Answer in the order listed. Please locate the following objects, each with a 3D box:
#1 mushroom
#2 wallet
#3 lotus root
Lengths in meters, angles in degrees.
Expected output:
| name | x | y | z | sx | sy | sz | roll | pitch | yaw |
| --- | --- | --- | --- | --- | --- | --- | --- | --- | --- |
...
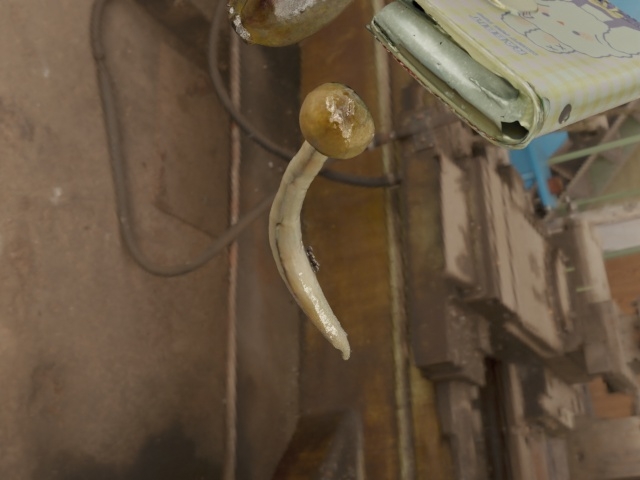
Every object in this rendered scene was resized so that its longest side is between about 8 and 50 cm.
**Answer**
| name | x | y | z | sx | sy | sz | roll | pitch | yaw |
| --- | --- | --- | --- | --- | --- | --- | --- | --- | --- |
| mushroom | -0.002 | 0.001 | 0.588 | 0.068 | 0.043 | 0.306 | 53 | -20 | 25 |
| wallet | 0.212 | -0.197 | 0.855 | 0.310 | 0.077 | 0.223 | -22 | 56 | -43 |
| lotus root | -0.009 | -0.330 | 1.040 | 0.123 | 0.241 | 0.124 | 28 | 26 | -51 |
